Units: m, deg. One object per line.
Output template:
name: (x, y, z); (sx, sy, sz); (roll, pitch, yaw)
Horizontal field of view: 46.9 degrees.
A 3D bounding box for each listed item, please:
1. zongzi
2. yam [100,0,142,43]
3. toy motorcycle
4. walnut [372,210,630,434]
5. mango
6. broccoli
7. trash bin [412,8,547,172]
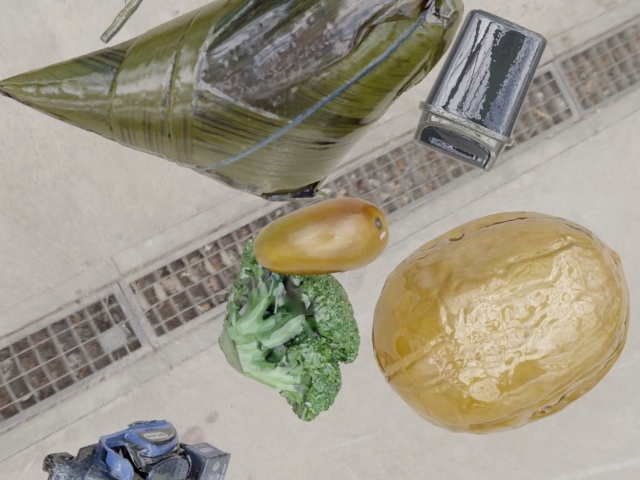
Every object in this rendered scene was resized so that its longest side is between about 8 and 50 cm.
zongzi: (-0.080, -0.150, 0.569); (0.300, 0.286, 0.138); (12, 57, -25)
yam: (-0.421, -0.533, 1.664); (0.029, 0.027, 0.234); (26, 69, 17)
toy motorcycle: (-0.350, 0.439, 1.421); (0.213, 0.358, 0.125); (18, 95, 30)
walnut: (0.157, 0.071, 0.646); (0.226, 0.193, 0.193); (-26, 91, 7)
mango: (0.004, -0.002, 1.370); (0.255, 0.175, 0.139); (-13, 81, -10)
broccoli: (-0.078, 0.185, 1.653); (0.310, 0.321, 0.413); (-18, 91, 0)
trash bin: (0.326, -0.305, 1.522); (0.209, 0.182, 0.290); (24, 101, 7)
